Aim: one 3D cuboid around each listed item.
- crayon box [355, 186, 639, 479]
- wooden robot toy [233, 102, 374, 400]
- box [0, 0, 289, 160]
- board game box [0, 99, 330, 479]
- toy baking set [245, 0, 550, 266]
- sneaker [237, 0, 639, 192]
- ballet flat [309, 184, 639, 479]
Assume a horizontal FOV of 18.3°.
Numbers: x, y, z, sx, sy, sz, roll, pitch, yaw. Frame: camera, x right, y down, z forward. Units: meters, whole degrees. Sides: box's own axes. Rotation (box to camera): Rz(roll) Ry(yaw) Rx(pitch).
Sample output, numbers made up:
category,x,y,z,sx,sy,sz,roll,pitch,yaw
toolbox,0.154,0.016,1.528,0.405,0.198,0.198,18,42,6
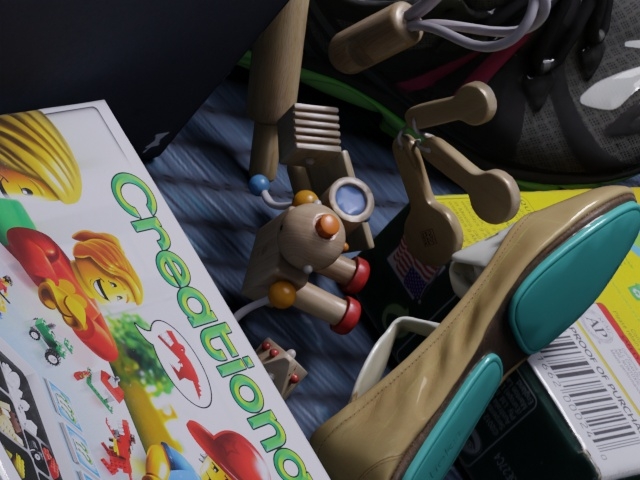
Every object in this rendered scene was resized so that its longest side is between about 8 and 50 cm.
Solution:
category,x,y,z,sx,sy,sz,roll,pitch,yaw
crayon box,0.181,0.068,1.235,0.318,0.081,0.202,-3,54,-49
wooden robot toy,0.000,0.000,1.061,0.076,0.079,0.173,21,63,-15
box,-0.205,-0.188,1.014,0.294,0.183,0.296,53,33,14
board game box,-0.098,0.083,0.893,0.193,0.053,0.305,-16,72,-55
toy baking set,0.039,-0.102,1.106,0.196,0.256,0.030,19,25,34
sneaker,0.107,-0.159,1.278,0.482,0.202,0.185,13,66,-33
ballet flat,0.080,0.044,1.056,0.073,0.080,0.232,30,67,29
